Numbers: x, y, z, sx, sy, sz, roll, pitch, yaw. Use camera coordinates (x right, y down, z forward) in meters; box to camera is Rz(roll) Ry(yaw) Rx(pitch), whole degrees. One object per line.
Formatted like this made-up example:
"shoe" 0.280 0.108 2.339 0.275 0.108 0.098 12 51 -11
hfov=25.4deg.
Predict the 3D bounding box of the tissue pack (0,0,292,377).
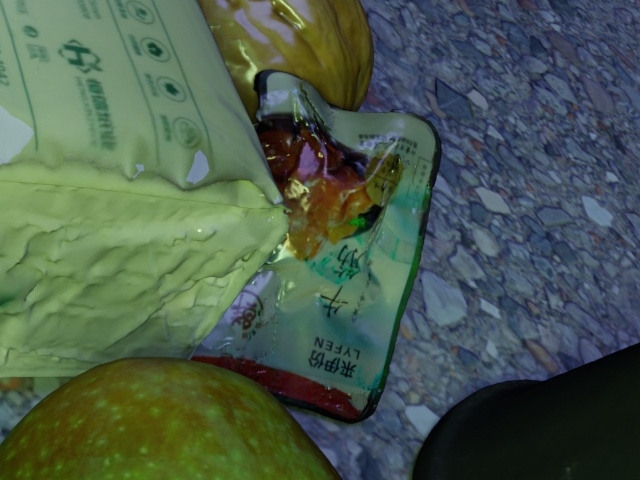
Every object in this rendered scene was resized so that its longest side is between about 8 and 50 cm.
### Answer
"tissue pack" -0.221 -0.114 0.865 0.297 0.207 0.380 7 46 -37

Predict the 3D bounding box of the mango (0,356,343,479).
"mango" -0.061 0.231 0.655 0.225 0.201 0.382 21 49 -48

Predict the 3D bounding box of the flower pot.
"flower pot" 0.274 0.187 0.981 0.379 0.251 0.379 24 38 -20

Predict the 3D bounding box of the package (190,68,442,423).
"package" 0.000 0.000 0.995 0.166 0.040 0.232 22 76 -24

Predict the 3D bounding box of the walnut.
"walnut" -0.061 -0.157 1.091 0.222 0.195 0.195 48 35 8
